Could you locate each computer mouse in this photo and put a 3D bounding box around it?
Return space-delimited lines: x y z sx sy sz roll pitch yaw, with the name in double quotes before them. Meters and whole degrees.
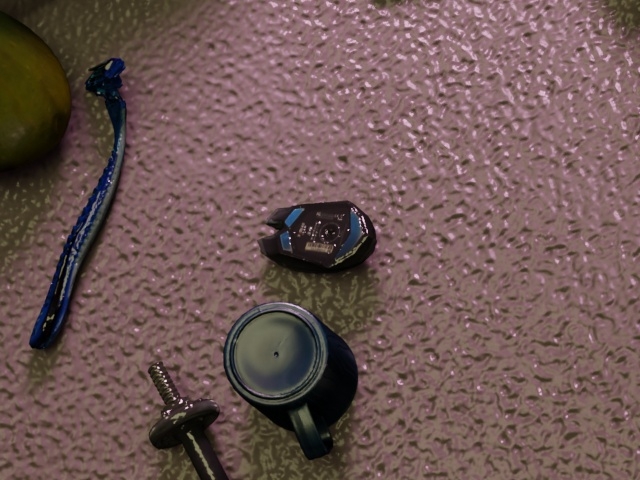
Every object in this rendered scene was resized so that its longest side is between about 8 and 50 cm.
"computer mouse" 0.000 0.000 1.771 0.135 0.047 0.079 6 65 25

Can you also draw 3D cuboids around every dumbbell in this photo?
"dumbbell" -0.112 0.233 1.716 0.082 0.081 0.254 -31 71 3

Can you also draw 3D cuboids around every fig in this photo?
"fig" -0.371 -0.170 1.832 0.181 0.191 0.181 -20 38 17

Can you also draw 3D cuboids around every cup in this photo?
"cup" -0.018 0.137 1.689 0.150 0.138 0.113 40 87 18

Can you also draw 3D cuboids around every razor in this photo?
"razor" -0.255 -0.036 1.834 0.056 0.093 0.324 16 81 -21
